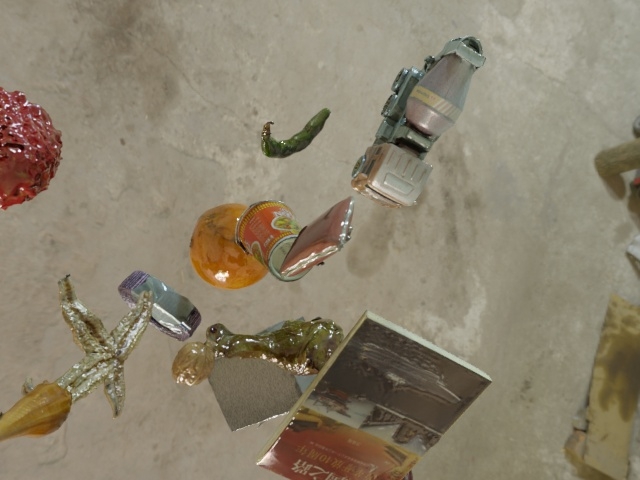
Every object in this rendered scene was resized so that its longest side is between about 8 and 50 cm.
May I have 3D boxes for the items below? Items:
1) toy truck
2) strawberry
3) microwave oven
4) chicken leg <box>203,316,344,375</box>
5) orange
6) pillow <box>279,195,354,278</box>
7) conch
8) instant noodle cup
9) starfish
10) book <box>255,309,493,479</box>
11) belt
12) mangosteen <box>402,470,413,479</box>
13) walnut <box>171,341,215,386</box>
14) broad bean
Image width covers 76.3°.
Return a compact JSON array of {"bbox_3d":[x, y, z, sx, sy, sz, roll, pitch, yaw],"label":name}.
[{"bbox_3d":[0.151,-0.177,0.631,0.108,0.140,0.256,27,92,-12],"label":"toy truck"},{"bbox_3d":[-0.552,-0.150,0.695,0.234,0.178,0.234,-27,131,-37],"label":"strawberry"},{"bbox_3d":[-0.227,0.556,1.729,0.236,0.432,0.374,-11,73,-62],"label":"microwave oven"},{"bbox_3d":[-0.079,0.266,0.990,0.361,0.211,0.140,1,93,-43],"label":"chicken leg"},{"bbox_3d":[-0.301,0.022,1.411,0.312,0.312,0.312,3,82,-21],"label":"orange"},{"bbox_3d":[0.000,0.000,0.869,0.075,0.179,0.171,45,37,-18],"label":"pillow"},{"bbox_3d":[-0.563,0.352,0.805,0.093,0.330,0.109,43,80,-8],"label":"conch"},{"bbox_3d":[-0.116,0.009,1.115,0.193,0.212,0.193,-11,118,-22],"label":"instant noodle cup"},{"bbox_3d":[-0.627,0.271,1.138,0.324,0.082,0.432,44,33,-43],"label":"starfish"},{"bbox_3d":[0.086,0.321,0.724,0.262,0.028,0.374,29,108,-13],"label":"book"},{"bbox_3d":[-0.600,0.247,1.535,0.325,0.260,0.122,47,52,-17],"label":"belt"},{"bbox_3d":[0.189,0.740,1.270,0.200,0.200,0.200,3,82,-21],"label":"mangosteen"},{"bbox_3d":[-0.264,0.257,0.850,0.079,0.082,0.096,25,101,-40],"label":"walnut"},{"bbox_3d":[-0.076,-0.300,1.167,0.049,0.144,0.292,43,42,14],"label":"broad bean"}]
